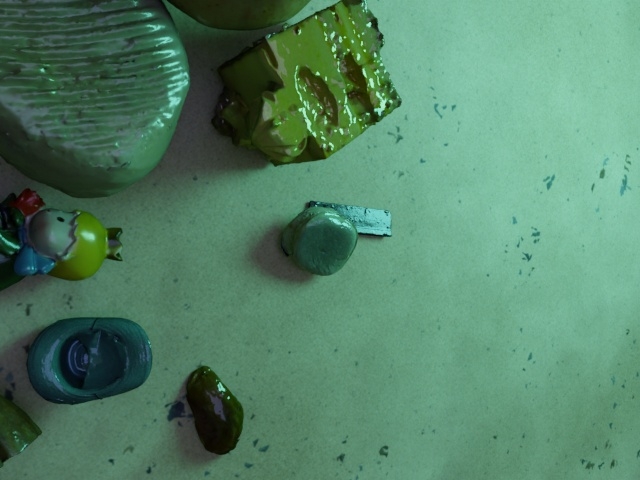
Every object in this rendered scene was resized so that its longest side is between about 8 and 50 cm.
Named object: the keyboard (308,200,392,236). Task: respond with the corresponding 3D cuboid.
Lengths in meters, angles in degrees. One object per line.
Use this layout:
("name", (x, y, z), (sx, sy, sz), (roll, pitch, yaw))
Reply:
("keyboard", (0.062, -0.042, 1.177), (0.195, 0.018, 0.060), (6, 83, -27))

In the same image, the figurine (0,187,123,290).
("figurine", (-0.430, -0.019, 0.873), (0.234, 0.127, 0.185), (-14, 90, -16))

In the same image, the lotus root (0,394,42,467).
("lotus root", (-0.524, 0.272, 0.799), (0.199, 0.188, 0.180), (-32, 92, -21))

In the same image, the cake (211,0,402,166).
("cake", (-0.042, -0.256, 0.997), (0.286, 0.227, 0.222), (-34, 108, -22))

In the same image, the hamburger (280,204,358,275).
("hamburger", (0.000, 0.000, 1.106), (0.140, 0.062, 0.133), (20, 107, -33))

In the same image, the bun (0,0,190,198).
("bun", (-0.360, -0.248, 0.830), (0.326, 0.234, 0.362), (-42, 107, -17))

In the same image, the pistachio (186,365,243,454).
("pistachio", (-0.184, 0.311, 1.042), (0.089, 0.049, 0.173), (-20, 101, -26))

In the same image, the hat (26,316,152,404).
("hat", (-0.367, 0.193, 0.933), (0.191, 0.078, 0.138), (-3, 85, -9))

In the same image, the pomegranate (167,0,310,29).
("pomegranate", (-0.121, -0.471, 0.794), (0.338, 0.338, 0.338), (-1, 92, -27))
